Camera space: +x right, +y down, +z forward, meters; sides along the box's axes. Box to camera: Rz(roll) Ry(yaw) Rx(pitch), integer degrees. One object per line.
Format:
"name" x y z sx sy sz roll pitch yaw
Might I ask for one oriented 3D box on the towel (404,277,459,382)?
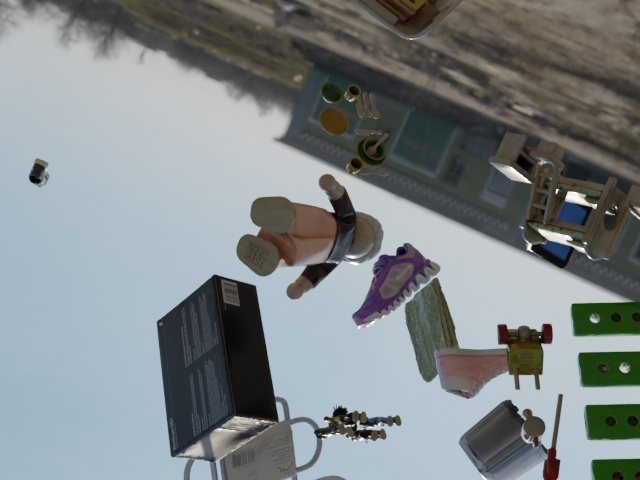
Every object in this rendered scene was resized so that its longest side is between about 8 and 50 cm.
"towel" 0.178 0.145 1.649 0.027 0.110 0.148 4 -126 -25

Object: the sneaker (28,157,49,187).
"sneaker" -0.470 -0.106 1.683 0.031 0.035 0.083 24 154 -2

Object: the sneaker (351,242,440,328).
"sneaker" 0.136 0.087 2.075 0.104 0.236 0.095 52 148 -2

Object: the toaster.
"toaster" 0.390 0.438 2.175 0.129 0.146 0.227 53 -179 30

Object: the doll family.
"doll family" 0.073 0.379 2.074 0.193 0.076 0.111 18 155 -30

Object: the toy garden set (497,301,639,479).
"toy garden set" 0.328 0.199 1.260 0.203 0.244 0.049 -2 153 3

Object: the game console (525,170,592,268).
"game console" 0.375 -0.032 1.578 0.071 0.122 0.107 24 171 13

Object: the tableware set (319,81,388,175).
"tableware set" 0.050 -0.169 1.521 0.104 0.154 0.024 3 155 -22

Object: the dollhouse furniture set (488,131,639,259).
"dollhouse furniture set" 0.315 -0.046 1.253 0.161 0.101 0.182 30 172 -39

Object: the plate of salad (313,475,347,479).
"plate of salad" -0.025 0.399 1.347 0.048 0.200 0.200 47 -179 -17

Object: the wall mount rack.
"wall mount rack" -0.154 0.483 2.053 0.350 0.304 0.130 -8 -177 -41

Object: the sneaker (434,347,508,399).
"sneaker" 0.224 0.185 1.397 0.134 0.070 0.051 2 157 -8

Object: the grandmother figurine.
"grandmother figurine" 0.000 0.000 1.614 0.104 0.208 0.342 36 -162 24

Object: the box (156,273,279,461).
"box" -0.181 0.220 1.737 0.103 0.184 0.261 19 -132 -41

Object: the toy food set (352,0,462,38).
"toy food set" 0.117 -0.502 1.836 0.306 0.092 0.220 37 -141 3
